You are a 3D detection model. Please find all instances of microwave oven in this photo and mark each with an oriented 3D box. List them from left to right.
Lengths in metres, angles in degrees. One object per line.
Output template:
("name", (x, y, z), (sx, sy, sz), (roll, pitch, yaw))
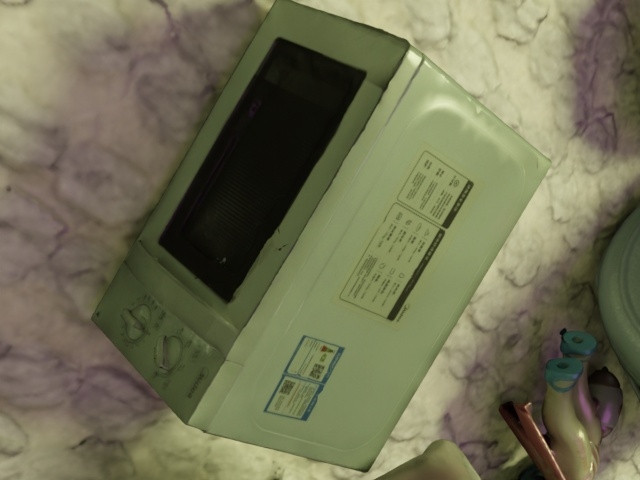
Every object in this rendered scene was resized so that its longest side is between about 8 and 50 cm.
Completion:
("microwave oven", (0.000, 0.000, 0.494), (0.162, 0.122, 0.208), (28, 94, -44))

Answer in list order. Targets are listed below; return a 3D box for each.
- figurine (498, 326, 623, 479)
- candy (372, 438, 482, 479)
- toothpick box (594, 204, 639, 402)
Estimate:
("figurine", (0.215, 0.186, 0.803), (0.205, 0.103, 0.260), (-59, 147, -53))
("candy", (0.002, 0.294, 0.570), (0.208, 0.145, 0.358), (-21, 146, -27))
("toothpick box", (0.413, 0.108, 0.817), (0.263, 0.263, 0.354), (-47, 135, -9))
